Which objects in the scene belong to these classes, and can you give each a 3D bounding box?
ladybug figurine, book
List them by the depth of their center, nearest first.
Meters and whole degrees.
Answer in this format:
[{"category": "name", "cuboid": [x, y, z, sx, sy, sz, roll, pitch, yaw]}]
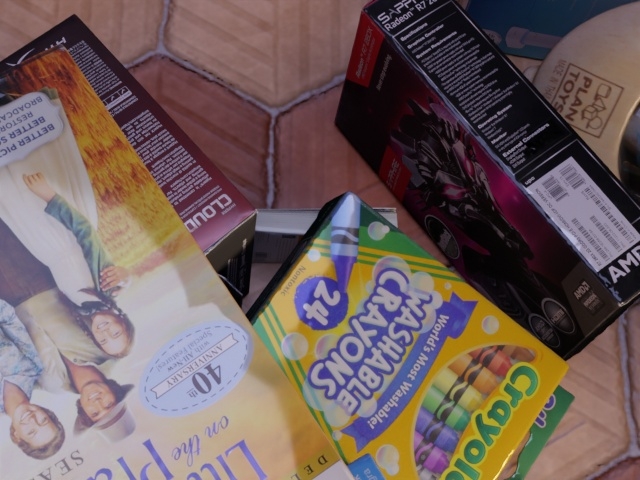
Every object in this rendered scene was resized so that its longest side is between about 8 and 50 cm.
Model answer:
[{"category": "book", "cuboid": [0.000, 0.000, 1.141, 0.144, 0.096, 0.035, 1, 68, -7]}, {"category": "ladybug figurine", "cuboid": [0.419, -0.092, 1.152, 0.449, 0.162, 0.305, 25, 108, 5]}]

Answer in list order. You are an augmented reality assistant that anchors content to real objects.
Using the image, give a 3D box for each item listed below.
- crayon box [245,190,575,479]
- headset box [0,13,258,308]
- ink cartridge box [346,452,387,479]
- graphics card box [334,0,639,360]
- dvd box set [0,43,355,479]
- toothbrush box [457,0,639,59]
[{"category": "crayon box", "cuboid": [0.085, 0.133, 1.047, 0.323, 0.083, 0.203, 38, 76, -8]}, {"category": "headset box", "cuboid": [-0.177, -0.035, 1.071, 0.110, 0.218, 0.293, -39, 76, -18]}, {"category": "ink cartridge box", "cuboid": [-0.067, 0.327, 0.932, 0.307, 0.223, 0.129, -28, 73, -16]}, {"category": "graphics card box", "cuboid": [0.167, -0.061, 1.109, 0.094, 0.233, 0.371, -35, 76, -19]}, {"category": "dvd box set", "cuboid": [-0.214, 0.093, 0.833, 0.307, 0.062, 0.420, -31, 80, -18]}, {"category": "toothbrush box", "cuboid": [0.314, -0.296, 1.229, 0.295, 0.216, 0.126, 10, 67, -1]}]
